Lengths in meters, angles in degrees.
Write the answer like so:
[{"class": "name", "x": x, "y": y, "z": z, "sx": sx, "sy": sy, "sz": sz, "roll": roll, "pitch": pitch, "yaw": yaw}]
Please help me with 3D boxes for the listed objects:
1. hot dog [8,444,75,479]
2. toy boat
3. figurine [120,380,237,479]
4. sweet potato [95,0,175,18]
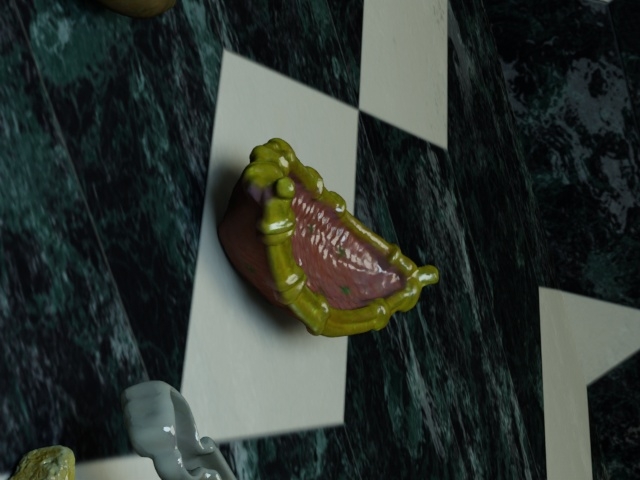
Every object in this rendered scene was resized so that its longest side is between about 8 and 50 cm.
[{"class": "hot dog", "x": -0.144, "y": 0.139, "z": 0.875, "sx": 0.090, "sy": 0.030, "sz": 0.034, "roll": -69, "pitch": 145, "yaw": -60}, {"class": "toy boat", "x": -0.005, "y": 0.002, "z": 1.317, "sx": 0.318, "sy": 0.099, "sz": 0.141, "roll": 31, "pitch": 46, "yaw": -65}, {"class": "figurine", "x": -0.056, "y": 0.224, "z": 0.922, "sx": 0.308, "sy": 0.143, "sz": 0.308, "roll": 62, "pitch": 6, "yaw": -10}, {"class": "sweet potato", "x": -0.146, "y": -0.181, "z": 1.023, "sx": 0.244, "sy": 0.077, "sz": 0.077, "roll": 55, "pitch": 27, "yaw": -72}]
